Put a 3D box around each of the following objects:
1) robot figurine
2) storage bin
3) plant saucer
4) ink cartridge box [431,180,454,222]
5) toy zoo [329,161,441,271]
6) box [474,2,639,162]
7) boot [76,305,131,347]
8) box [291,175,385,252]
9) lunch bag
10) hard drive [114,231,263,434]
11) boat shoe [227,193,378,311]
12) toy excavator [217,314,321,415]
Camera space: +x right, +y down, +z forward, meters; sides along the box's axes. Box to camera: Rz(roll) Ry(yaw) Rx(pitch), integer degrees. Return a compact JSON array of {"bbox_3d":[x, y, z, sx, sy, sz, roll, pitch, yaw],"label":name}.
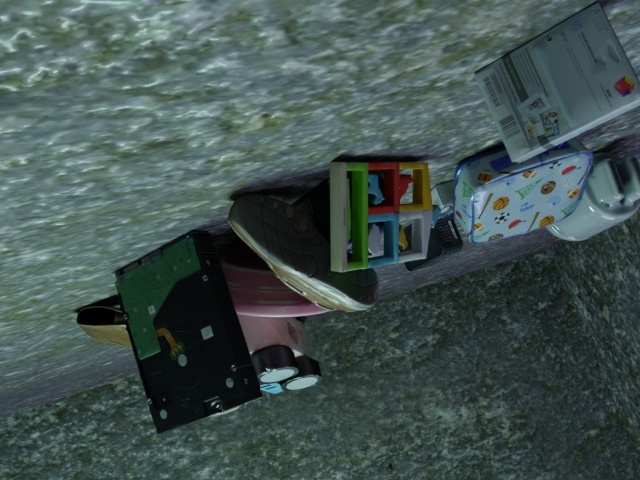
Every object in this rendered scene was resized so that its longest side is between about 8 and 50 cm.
[{"bbox_3d":[0.751,-0.117,1.807,0.300,0.200,0.353,-6,165,-13],"label":"robot figurine"},{"bbox_3d":[0.310,0.003,1.849,0.084,0.122,0.180,-12,166,-32],"label":"storage bin"},{"bbox_3d":[-0.103,0.079,1.388,0.332,0.084,0.332,3,-169,-1],"label":"plant saucer"},{"bbox_3d":[0.413,-0.123,1.604,0.333,0.065,0.165,-17,167,-14],"label":"ink cartridge box"},{"bbox_3d":[0.130,-0.052,1.202,0.293,0.192,0.030,-8,-170,-44],"label":"toy zoo"},{"bbox_3d":[0.327,-0.213,0.889,0.186,0.145,0.038,-28,167,32],"label":"box"},{"bbox_3d":[-0.427,0.206,1.514,0.305,0.112,0.115,3,160,9],"label":"boot"},{"bbox_3d":[0.026,-0.037,1.285,0.153,0.108,0.207,-8,164,-40],"label":"box"},{"bbox_3d":[0.448,-0.125,1.424,0.303,0.115,0.243,-20,141,-4],"label":"lunch bag"},{"bbox_3d":[-0.265,0.180,1.250,0.237,0.339,0.064,-26,168,25],"label":"hard drive"},{"bbox_3d":[-0.043,0.040,1.170,0.324,0.123,0.116,38,141,-20],"label":"boat shoe"},{"bbox_3d":[-0.220,0.326,1.669,0.445,0.222,0.433,-22,153,14],"label":"toy excavator"}]
